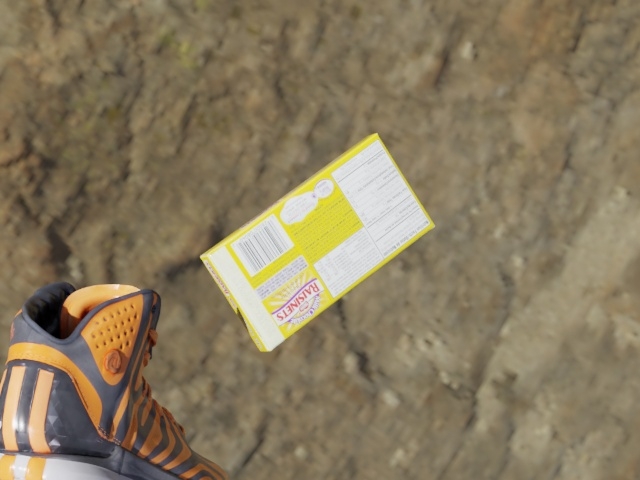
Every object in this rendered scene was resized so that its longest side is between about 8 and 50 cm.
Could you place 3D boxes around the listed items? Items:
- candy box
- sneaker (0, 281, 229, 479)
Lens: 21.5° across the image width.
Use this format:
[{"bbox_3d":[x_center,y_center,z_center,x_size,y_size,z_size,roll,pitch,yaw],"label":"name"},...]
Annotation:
[{"bbox_3d":[0.000,0.000,1.517,0.206,0.027,0.105,-36,103,-23],"label":"candy box"},{"bbox_3d":[-0.151,0.131,1.373,0.321,0.125,0.180,36,58,-65],"label":"sneaker"}]
